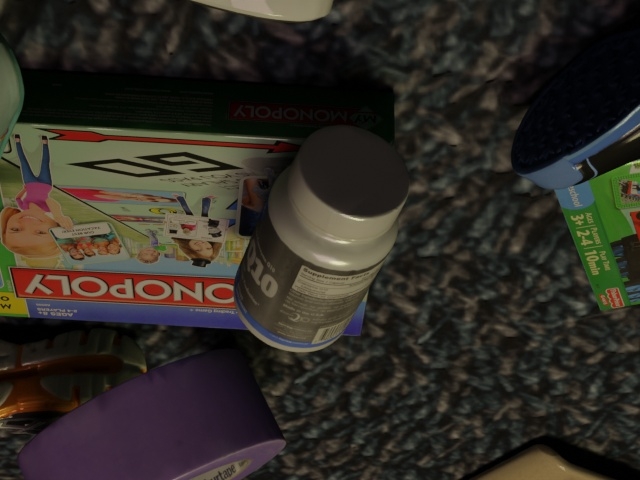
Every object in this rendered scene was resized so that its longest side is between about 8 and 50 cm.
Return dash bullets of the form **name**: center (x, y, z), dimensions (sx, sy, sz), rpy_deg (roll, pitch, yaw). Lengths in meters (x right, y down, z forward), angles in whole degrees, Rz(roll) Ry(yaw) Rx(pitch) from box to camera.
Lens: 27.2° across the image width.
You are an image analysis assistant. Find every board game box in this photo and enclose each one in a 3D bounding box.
- **board game box**: center (-0.120, -0.020, 0.855), dimensions (0.317, 0.046, 0.213), rpy_deg (3, 143, -2)
- **board game box**: center (0.264, -0.028, 0.836), dimensions (0.211, 0.039, 0.160), rpy_deg (-13, 142, 17)

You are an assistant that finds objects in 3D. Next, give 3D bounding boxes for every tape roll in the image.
- **tape roll**: center (-0.127, 0.161, 0.999), dimensions (0.189, 0.080, 0.189), rpy_deg (-27, 165, -8)

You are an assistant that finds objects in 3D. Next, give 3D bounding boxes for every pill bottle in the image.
- **pill bottle**: center (0.000, 0.000, 0.772), dimensions (0.078, 0.078, 0.137), rpy_deg (10, 142, -12)

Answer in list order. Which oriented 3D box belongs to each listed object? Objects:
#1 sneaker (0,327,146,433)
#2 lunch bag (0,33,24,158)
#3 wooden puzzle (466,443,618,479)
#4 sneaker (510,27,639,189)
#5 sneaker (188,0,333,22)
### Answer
- **sneaker**: center (-0.242, 0.117, 1.019), dimensions (0.214, 0.084, 0.083), rpy_deg (3, 149, -4)
- **lunch bag**: center (-0.291, -0.056, 0.697), dimensions (0.224, 0.108, 0.279), rpy_deg (40, 135, 1)
- **wooden puzzle**: center (0.230, 0.270, 1.256), dimensions (0.238, 0.044, 0.221), rpy_deg (26, 138, -24)
- **sneaker**: center (0.212, -0.084, 0.723), dimensions (0.090, 0.081, 0.232), rpy_deg (33, 133, -26)
- **sneaker**: center (-0.124, -0.192, 0.596), dimensions (0.290, 0.106, 0.123), rpy_deg (12, 114, -5)
